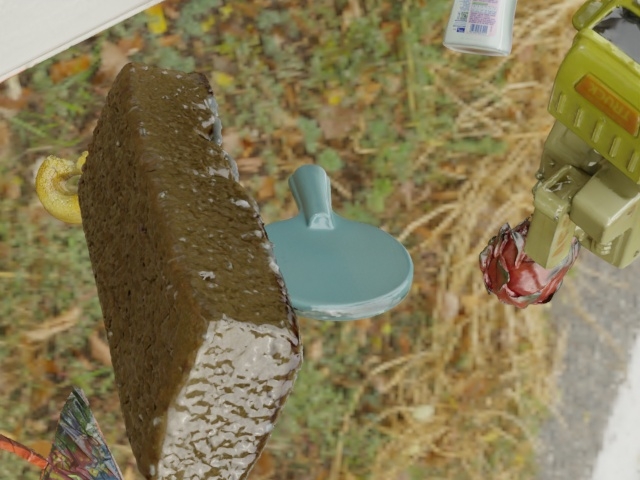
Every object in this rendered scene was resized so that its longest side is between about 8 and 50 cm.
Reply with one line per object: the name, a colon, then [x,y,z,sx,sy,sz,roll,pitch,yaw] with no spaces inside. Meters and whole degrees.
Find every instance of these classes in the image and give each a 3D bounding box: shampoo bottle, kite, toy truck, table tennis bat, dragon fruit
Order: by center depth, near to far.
table tennis bat: [0.000,0.000,1.143,0.149,0.237,0.038,-1,121,-8]
shampoo bottle: [0.168,-0.243,1.326,0.043,0.072,0.099,12,88,-64]
kite: [-0.274,0.260,1.383,0.009,0.189,0.232,-33,146,-61]
toy truck: [0.341,-0.119,1.423,0.254,0.180,0.405,-44,161,-18]
dragon fruit: [0.283,0.026,1.753,0.121,0.142,0.130,39,50,-10]

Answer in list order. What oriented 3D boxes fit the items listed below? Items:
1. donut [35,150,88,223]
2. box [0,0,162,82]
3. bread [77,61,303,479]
donut: [-0.321,-0.070,1.677,0.043,0.108,0.097,13,66,-76]
box: [-0.209,-0.159,0.742,0.214,0.353,0.069,-30,116,-10]
bread: [-0.117,0.015,1.077,0.113,0.416,0.165,9,121,-23]
